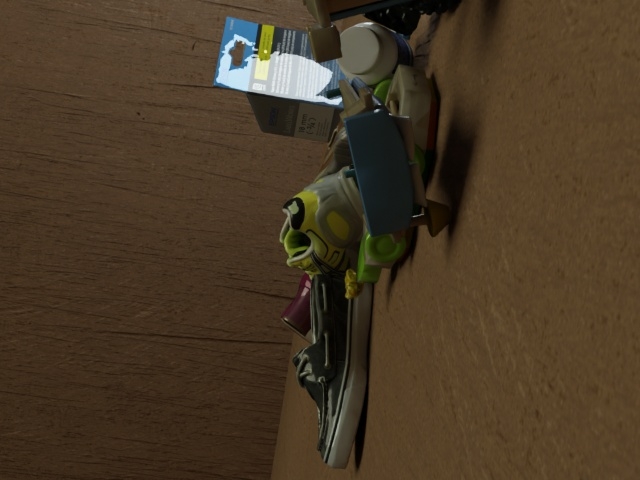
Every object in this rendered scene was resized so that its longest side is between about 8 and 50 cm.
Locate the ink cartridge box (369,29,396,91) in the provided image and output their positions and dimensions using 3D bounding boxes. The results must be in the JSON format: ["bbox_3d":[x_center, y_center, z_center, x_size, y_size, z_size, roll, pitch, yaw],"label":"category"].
[{"bbox_3d":[0.096,-0.294,1.804,0.104,0.061,0.181,-92,7,-67],"label":"ink cartridge box"}]

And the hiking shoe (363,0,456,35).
[{"bbox_3d":[0.127,-0.374,1.345,0.304,0.113,0.132,-170,100,-79],"label":"hiking shoe"}]

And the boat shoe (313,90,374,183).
[{"bbox_3d":[0.068,-0.150,1.723,0.324,0.123,0.117,126,160,-67],"label":"boat shoe"}]

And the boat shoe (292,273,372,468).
[{"bbox_3d":[0.012,0.206,1.624,0.121,0.119,0.335,105,173,-55],"label":"boat shoe"}]

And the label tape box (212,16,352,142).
[{"bbox_3d":[-0.051,-0.332,2.096,0.106,0.333,0.241,103,174,-47],"label":"label tape box"}]

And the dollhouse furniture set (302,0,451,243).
[{"bbox_3d":[0.105,-0.187,1.168,0.286,0.198,0.304,-107,4,-69],"label":"dollhouse furniture set"}]

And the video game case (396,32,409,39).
[{"bbox_3d":[0.155,-0.434,1.722,0.119,0.015,0.166,-98,18,-74],"label":"video game case"}]

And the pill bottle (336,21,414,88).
[{"bbox_3d":[0.080,-0.281,1.524,0.169,0.094,0.094,-11,-69,-71],"label":"pill bottle"}]

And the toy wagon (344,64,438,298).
[{"bbox_3d":[0.096,-0.070,1.429,0.267,0.068,0.345,-89,8,-62],"label":"toy wagon"}]

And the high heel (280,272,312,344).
[{"bbox_3d":[0.005,0.138,2.250,0.181,0.127,0.377,-53,-3,-7],"label":"high heel"}]

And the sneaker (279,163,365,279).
[{"bbox_3d":[0.000,0.000,1.730,0.385,0.147,0.145,92,159,-59],"label":"sneaker"}]
